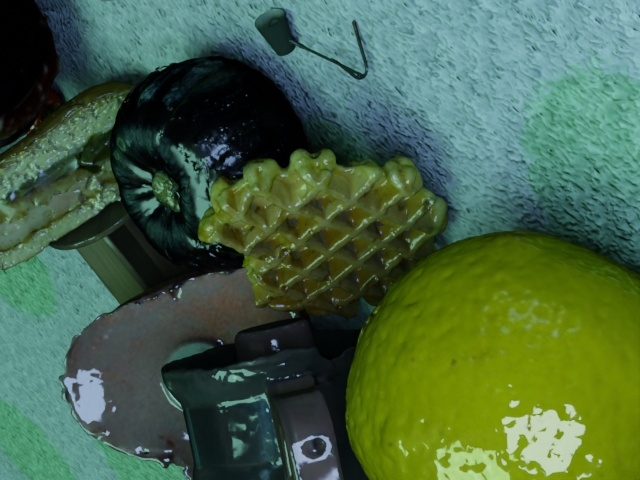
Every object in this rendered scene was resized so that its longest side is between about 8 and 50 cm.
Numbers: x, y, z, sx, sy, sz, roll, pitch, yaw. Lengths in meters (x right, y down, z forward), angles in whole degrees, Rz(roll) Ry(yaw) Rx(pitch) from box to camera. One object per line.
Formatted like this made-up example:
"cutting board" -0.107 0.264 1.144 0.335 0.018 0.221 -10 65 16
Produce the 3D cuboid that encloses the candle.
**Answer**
"candle" -0.118 0.140 1.800 0.317 0.287 0.131 23 -169 1

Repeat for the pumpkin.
"pumpkin" -0.111 -0.078 1.623 0.233 0.163 0.233 26 132 33

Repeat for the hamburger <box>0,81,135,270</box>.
"hamburger" -0.297 -0.094 1.808 0.124 0.262 0.131 54 -172 -32

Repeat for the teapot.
"teapot" -0.012 0.262 1.562 0.376 0.306 0.361 175 81 -84

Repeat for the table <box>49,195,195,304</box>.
"table" -0.205 0.026 1.903 0.167 0.167 0.226 8 141 48

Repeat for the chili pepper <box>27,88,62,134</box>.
"chili pepper" -0.390 -0.180 1.975 0.272 0.063 0.071 26 132 38

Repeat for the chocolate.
"chocolate" -0.456 -0.232 1.846 0.340 0.225 0.210 37 163 15

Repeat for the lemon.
"lemon" 0.187 0.148 1.362 0.336 0.336 0.336 33 147 24

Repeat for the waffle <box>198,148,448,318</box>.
"waffle" 0.000 0.001 1.533 0.253 0.249 0.056 105 159 -53

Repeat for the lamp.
"lamp" -0.009 -0.185 1.499 0.121 0.041 0.054 20 149 44
